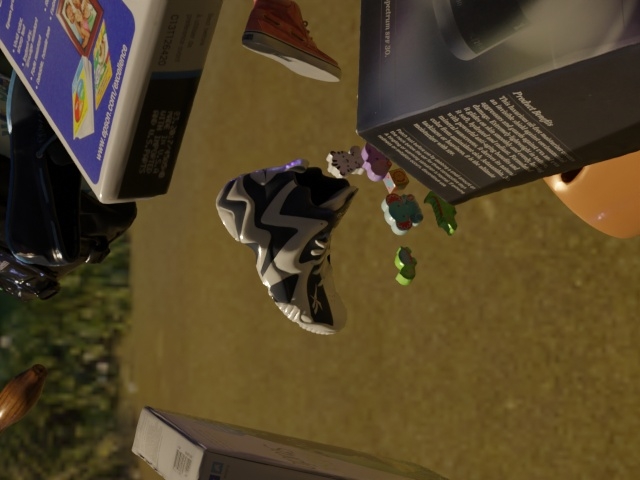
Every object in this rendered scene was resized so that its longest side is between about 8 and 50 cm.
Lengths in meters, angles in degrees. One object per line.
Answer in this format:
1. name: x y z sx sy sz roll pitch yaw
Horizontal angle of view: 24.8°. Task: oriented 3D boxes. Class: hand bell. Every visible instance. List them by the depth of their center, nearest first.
1. hand bell: -0.379 0.222 1.662 0.242 0.126 0.126 -46 35 28

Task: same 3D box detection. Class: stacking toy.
1. stacking toy: 0.087 -0.068 1.848 0.221 0.052 0.167 64 155 19

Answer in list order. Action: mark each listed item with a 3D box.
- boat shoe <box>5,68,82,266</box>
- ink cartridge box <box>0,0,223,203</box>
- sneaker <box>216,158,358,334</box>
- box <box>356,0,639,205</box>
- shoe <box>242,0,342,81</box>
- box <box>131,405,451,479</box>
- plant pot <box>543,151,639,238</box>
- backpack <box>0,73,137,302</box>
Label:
1. boat shoe: -0.278 -0.099 1.579 0.109 0.089 0.258 -26 -56 -55
2. ink cartridge box: -0.166 -0.237 1.057 0.307 0.072 0.303 54 137 38
3. sneaker: 0.000 0.000 1.748 0.235 0.153 0.094 57 -153 -14
4. box: 0.200 -0.227 1.321 0.294 0.183 0.296 -16 59 32
5. shoe: -0.032 -0.292 2.096 0.063 0.178 0.081 1 75 51
6. box: -0.003 0.237 1.433 0.232 0.322 0.058 11 85 69
7. plant pot: 0.368 -0.137 1.650 0.203 0.291 0.291 -44 39 33
8. backpack: -0.467 -0.095 1.935 0.290 0.356 0.273 -35 54 37
